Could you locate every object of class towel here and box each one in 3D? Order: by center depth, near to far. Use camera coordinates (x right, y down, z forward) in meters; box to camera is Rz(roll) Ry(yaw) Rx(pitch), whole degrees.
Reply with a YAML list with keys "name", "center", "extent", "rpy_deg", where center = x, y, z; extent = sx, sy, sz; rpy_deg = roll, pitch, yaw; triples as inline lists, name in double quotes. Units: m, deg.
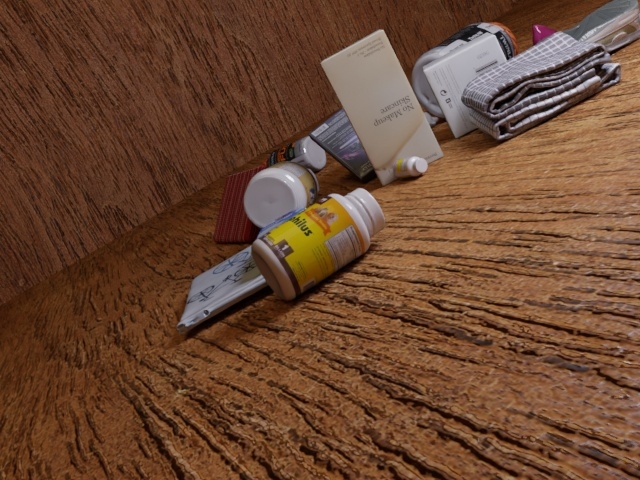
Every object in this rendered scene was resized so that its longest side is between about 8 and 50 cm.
- name: "towel"
  center: [0.451, -0.331, 1.510]
  extent: [0.284, 0.121, 0.235]
  rpy_deg: [-27, 14, 6]
- name: "towel"
  center: [-0.210, -0.089, 1.895]
  extent: [0.275, 0.031, 0.198]
  rpy_deg: [-1, 75, 63]

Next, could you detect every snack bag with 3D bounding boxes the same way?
- name: "snack bag"
  center: [-0.125, 0.055, 1.430]
  extent: [0.323, 0.037, 0.342]
  rpy_deg: [-29, 13, 2]

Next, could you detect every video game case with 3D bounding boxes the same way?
- name: "video game case"
  center: [0.113, -0.270, 1.845]
  extent: [0.196, 0.026, 0.274]
  rpy_deg: [-37, 45, -6]

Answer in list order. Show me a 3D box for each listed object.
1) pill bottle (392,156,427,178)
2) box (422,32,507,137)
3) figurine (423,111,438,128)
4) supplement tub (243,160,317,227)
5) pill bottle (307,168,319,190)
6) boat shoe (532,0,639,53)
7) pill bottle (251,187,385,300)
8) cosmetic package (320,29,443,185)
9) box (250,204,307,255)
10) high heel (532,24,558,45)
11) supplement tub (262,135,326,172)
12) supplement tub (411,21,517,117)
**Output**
- name: "pill bottle"
  center: [0.195, -0.158, 1.551]
  extent: [0.043, 0.043, 0.083]
  rpy_deg: [-34, 15, -23]
- name: "box"
  center: [0.359, -0.367, 1.694]
  extent: [0.182, 0.181, 0.119]
  rpy_deg: [-26, 13, 14]
- name: "figurine"
  center: [0.205, -0.282, 1.927]
  extent: [0.209, 0.092, 0.215]
  rpy_deg: [-12, 19, 27]
- name: "supplement tub"
  center: [-0.093, -0.104, 1.670]
  extent: [0.144, 0.144, 0.199]
  rpy_deg: [-25, 8, 16]
- name: "pill bottle"
  center: [-0.092, -0.127, 1.897]
  extent: [0.169, 0.094, 0.094]
  rpy_deg: [-22, 15, 24]
- name: "boat shoe"
  center: [0.615, -0.452, 1.711]
  extent: [0.320, 0.103, 0.118]
  rpy_deg: [-32, 32, 10]
- name: "pill bottle"
  center: [0.000, 0.000, 1.203]
  extent: [0.215, 0.117, 0.117]
  rpy_deg: [-33, 14, -16]
- name: "cosmetic package"
  center: [0.137, -0.299, 1.617]
  extent: [0.160, 0.309, 0.113]
  rpy_deg: [-28, 13, 9]
- name: "box"
  center: [-0.070, -0.009, 1.376]
  extent: [0.109, 0.042, 0.178]
  rpy_deg: [-27, 13, 8]
- name: "high heel"
  center: [0.649, -0.575, 2.009]
  extent: [0.082, 0.117, 0.244]
  rpy_deg: [-16, 18, 42]
- name: "supplement tub"
  center: [-0.086, -0.252, 2.297]
  extent: [0.190, 0.117, 0.117]
  rpy_deg: [-19, 16, 35]
- name: "supplement tub"
  center: [0.411, -0.486, 1.999]
  extent: [0.194, 0.193, 0.316]
  rpy_deg: [-12, 22, 50]
